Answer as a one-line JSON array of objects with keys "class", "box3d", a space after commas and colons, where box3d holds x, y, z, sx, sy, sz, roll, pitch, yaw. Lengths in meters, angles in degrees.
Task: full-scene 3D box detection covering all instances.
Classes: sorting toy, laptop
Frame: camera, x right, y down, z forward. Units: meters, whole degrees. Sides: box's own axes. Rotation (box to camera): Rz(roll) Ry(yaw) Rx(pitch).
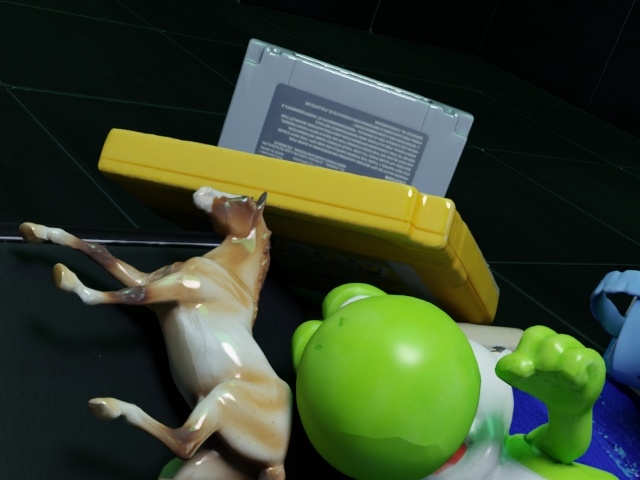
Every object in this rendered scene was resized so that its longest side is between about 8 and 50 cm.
[{"class": "sorting toy", "box3d": [0.055, 0.089, 0.902, 0.193, 0.038, 0.208, 7, -5, -31]}, {"class": "laptop", "box3d": [-0.196, 0.106, 0.676, 0.407, 0.237, 0.382, -1, -3, 36]}]

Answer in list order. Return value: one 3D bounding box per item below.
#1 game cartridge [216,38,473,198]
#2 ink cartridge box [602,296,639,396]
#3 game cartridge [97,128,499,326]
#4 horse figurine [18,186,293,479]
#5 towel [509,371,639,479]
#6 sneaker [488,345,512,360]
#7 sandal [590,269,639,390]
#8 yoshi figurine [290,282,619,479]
[{"class": "game cartridge", "box3d": [0.022, -0.115, 1.242, 0.297, 0.198, 0.062, 19, 20, -5]}, {"class": "ink cartridge box", "box3d": [0.421, 0.133, 1.048, 0.085, 0.148, 0.203, 9, 24, -35]}, {"class": "game cartridge", "box3d": [0.000, 0.000, 0.864, 0.285, 0.053, 0.323, 12, -10, 20]}, {"class": "horse figurine", "box3d": [-0.076, 0.074, 0.583, 0.174, 0.066, 0.263, 11, 47, -43]}, {"class": "towel", "box3d": [0.190, 0.175, 0.830, 0.308, 0.076, 0.227, 6, 23, -33]}, {"class": "sneaker", "box3d": [0.120, 0.105, 0.787, 0.043, 0.040, 0.109, 32, 27, 22]}, {"class": "sandal", "box3d": [0.337, 0.112, 0.907, 0.138, 0.126, 0.317, -18, 28, 16]}, {"class": "yoshi figurine", "box3d": [0.111, 0.156, 0.577, 0.362, 0.203, 0.203, 39, 53, 19]}]
